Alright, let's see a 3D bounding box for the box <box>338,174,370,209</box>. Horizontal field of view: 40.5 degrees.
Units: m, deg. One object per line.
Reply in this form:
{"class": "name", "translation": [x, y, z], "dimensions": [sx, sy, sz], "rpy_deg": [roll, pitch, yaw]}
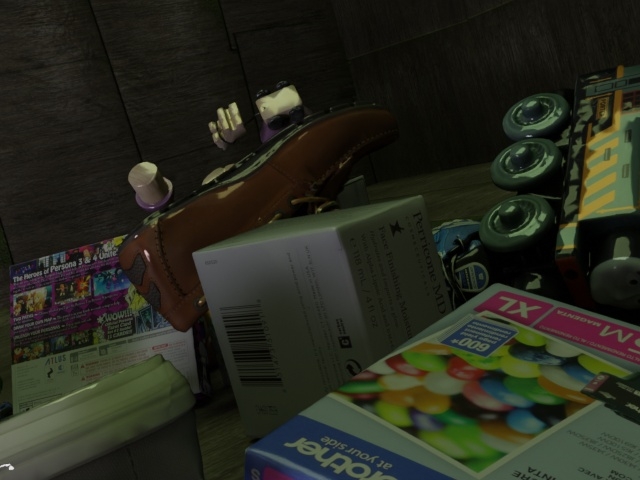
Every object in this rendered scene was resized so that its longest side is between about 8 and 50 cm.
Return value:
{"class": "box", "translation": [0.000, 0.000, 1.430], "dimensions": [0.087, 0.169, 0.290], "rpy_deg": [-10, 7, 26]}

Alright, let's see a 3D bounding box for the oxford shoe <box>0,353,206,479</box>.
{"class": "oxford shoe", "translation": [-0.173, 0.181, 0.556], "dimensions": [0.169, 0.130, 0.449], "rpy_deg": [-24, -5, -31]}

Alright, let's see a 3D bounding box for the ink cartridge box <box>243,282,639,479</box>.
{"class": "ink cartridge box", "translation": [0.098, 0.115, 0.437], "dimensions": [0.185, 0.065, 0.311], "rpy_deg": [18, 28, 33]}

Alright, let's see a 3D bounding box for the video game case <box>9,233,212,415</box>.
{"class": "video game case", "translation": [-0.249, 0.102, 1.008], "dimensions": [0.232, 0.210, 0.042], "rpy_deg": [-15, -23, 10]}

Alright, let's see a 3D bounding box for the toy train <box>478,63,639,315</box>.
{"class": "toy train", "translation": [0.287, -0.056, 0.917], "dimensions": [0.190, 0.142, 0.334], "rpy_deg": [-10, 40, 31]}

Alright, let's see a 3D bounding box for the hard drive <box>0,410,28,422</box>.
{"class": "hard drive", "translation": [-0.429, 0.241, 0.788], "dimensions": [0.353, 0.047, 0.233], "rpy_deg": [-19, -2, -26]}

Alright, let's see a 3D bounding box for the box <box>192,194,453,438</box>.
{"class": "box", "translation": [0.009, 0.069, 0.751], "dimensions": [0.182, 0.181, 0.119], "rpy_deg": [-10, 9, 43]}

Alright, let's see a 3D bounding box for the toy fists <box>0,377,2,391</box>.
{"class": "toy fists", "translation": [-0.450, 0.178, 0.837], "dimensions": [0.279, 0.096, 0.142], "rpy_deg": [-17, 4, -32]}

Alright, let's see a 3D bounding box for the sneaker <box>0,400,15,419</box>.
{"class": "sneaker", "translation": [-0.453, 0.214, 1.027], "dimensions": [0.221, 0.087, 0.083], "rpy_deg": [-13, 8, 24]}

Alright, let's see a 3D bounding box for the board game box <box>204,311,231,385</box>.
{"class": "board game box", "translation": [-0.068, 0.108, 0.943], "dimensions": [0.026, 0.103, 0.154], "rpy_deg": [-21, 8, -38]}

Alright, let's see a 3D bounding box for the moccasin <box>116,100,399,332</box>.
{"class": "moccasin", "translation": [-0.038, -0.036, 0.966], "dimensions": [0.380, 0.147, 0.139], "rpy_deg": [-38, 1, -39]}

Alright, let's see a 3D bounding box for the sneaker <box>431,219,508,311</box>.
{"class": "sneaker", "translation": [0.116, 0.041, 0.979], "dimensions": [0.330, 0.130, 0.147], "rpy_deg": [-19, 5, -29]}

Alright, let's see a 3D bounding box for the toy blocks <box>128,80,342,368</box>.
{"class": "toy blocks", "translation": [-0.085, 0.011, 1.204], "dimensions": [0.288, 0.309, 0.260], "rpy_deg": [-23, -35, -1]}
